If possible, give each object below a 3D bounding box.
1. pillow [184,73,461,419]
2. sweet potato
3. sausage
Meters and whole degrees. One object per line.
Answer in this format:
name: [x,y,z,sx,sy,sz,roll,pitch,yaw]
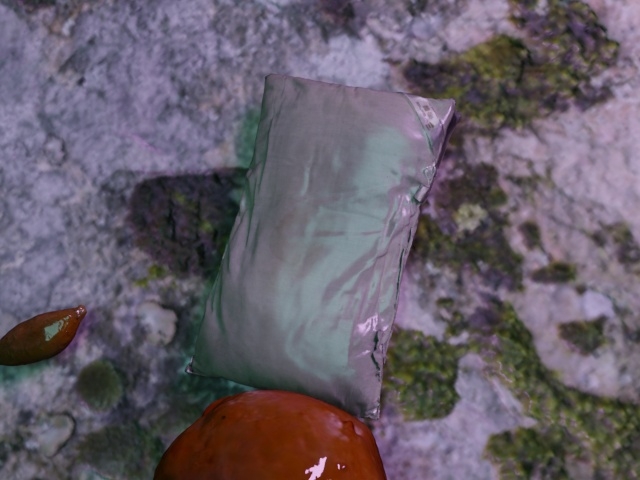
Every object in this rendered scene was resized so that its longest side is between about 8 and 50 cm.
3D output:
pillow: [0.000,0.000,0.798,0.148,0.050,0.229,13,83,25]
sweet potato: [-0.211,0.074,0.854,0.095,0.034,0.034,-26,72,20]
sausage: [-0.011,0.218,0.698,0.141,0.153,0.267,-17,74,2]
